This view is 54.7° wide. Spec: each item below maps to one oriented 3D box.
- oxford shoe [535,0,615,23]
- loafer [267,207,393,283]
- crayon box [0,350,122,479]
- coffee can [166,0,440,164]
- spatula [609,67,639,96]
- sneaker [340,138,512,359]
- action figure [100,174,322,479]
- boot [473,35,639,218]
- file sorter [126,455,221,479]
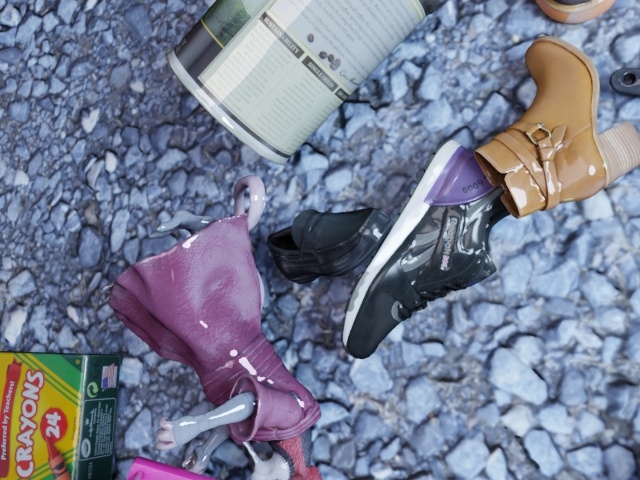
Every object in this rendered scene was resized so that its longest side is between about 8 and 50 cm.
[{"bbox_3d":[0.242,-0.433,0.709,0.130,0.133,0.363,-29,72,18],"label":"oxford shoe"},{"bbox_3d":[0.000,0.000,0.727,0.078,0.223,0.076,46,62,-13],"label":"loafer"},{"bbox_3d":[-0.461,0.271,0.942,0.319,0.081,0.202,-4,79,23],"label":"crayon box"},{"bbox_3d":[-0.023,-0.259,0.763,0.275,0.201,0.201,-44,69,12],"label":"coffee can"},{"bbox_3d":[0.456,-0.148,0.634,0.297,0.030,0.084,13,90,24],"label":"spatula"},{"bbox_3d":[0.130,0.031,0.714,0.124,0.107,0.283,31,96,18],"label":"sneaker"},{"bbox_3d":[-0.100,0.153,0.774,0.276,0.248,0.370,-38,88,-22],"label":"action figure"},{"bbox_3d":[0.234,-0.127,0.674,0.152,0.073,0.197,-25,63,-1],"label":"boot"},{"bbox_3d":[-0.103,0.397,0.647,0.291,0.182,0.202,19,95,-6],"label":"file sorter"}]
